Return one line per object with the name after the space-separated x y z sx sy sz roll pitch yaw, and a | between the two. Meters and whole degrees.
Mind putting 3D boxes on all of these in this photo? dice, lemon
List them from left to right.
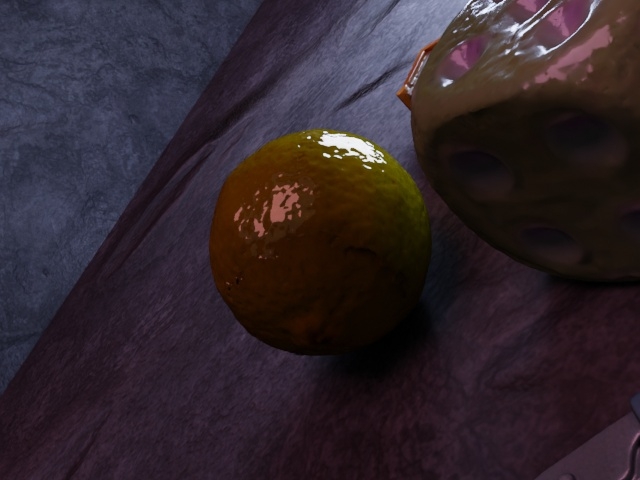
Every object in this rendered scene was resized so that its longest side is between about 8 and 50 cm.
0.000 0.001 0.882 0.293 0.293 0.293 -37 27 23 | lemon
0.259 -0.126 0.666 0.250 0.252 0.254 -7 45 54 | dice

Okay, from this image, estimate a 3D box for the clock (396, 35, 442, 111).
0.224 -0.238 1.069 0.220 0.106 0.255 -44 21 6 | clock

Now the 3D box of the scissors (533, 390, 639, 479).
0.226 0.167 0.558 0.447 0.029 0.192 -40 26 18 | scissors
